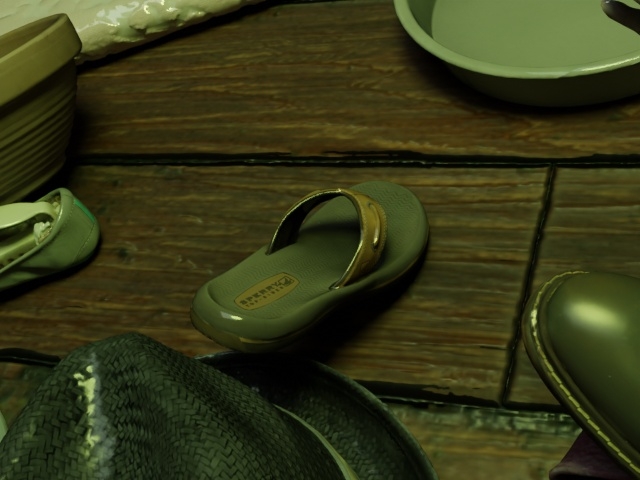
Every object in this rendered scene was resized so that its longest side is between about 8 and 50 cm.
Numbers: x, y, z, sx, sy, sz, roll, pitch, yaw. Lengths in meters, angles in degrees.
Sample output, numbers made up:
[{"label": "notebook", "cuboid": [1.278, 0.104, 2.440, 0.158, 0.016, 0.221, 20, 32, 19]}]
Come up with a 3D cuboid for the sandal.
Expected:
[{"label": "sandal", "cuboid": [0.000, 0.000, 0.678, 0.090, 0.060, 0.219, 24, 34, 32]}]

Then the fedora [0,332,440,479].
[{"label": "fedora", "cuboid": [-0.084, 0.166, 0.549, 0.334, 0.152, 0.334, -11, 48, 13]}]

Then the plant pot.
[{"label": "plant pot", "cuboid": [-0.285, -0.083, 0.854, 0.237, 0.110, 0.237, -24, 21, 10]}]

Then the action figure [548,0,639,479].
[{"label": "action figure", "cuboid": [0.240, 0.029, 0.469, 0.276, 0.248, 0.370, 14, 60, 31]}]

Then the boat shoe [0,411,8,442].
[{"label": "boat shoe", "cuboid": [-0.307, 0.242, 0.580, 0.156, 0.136, 0.367, -46, 18, 37]}]

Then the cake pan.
[{"label": "cake pan", "cuboid": [0.204, -0.212, 0.827, 0.293, 0.054, 0.293, -12, 48, 13]}]

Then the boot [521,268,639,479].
[{"label": "boot", "cuboid": [0.171, 0.057, 0.317, 0.219, 0.106, 0.082, 30, 66, 8]}]

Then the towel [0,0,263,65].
[{"label": "towel", "cuboid": [-0.176, -0.303, 1.067, 0.332, 0.053, 0.317, -18, 45, 7]}]

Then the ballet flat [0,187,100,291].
[{"label": "ballet flat", "cuboid": [-0.277, 0.018, 0.818, 0.213, 0.068, 0.072, -25, 46, 1]}]
